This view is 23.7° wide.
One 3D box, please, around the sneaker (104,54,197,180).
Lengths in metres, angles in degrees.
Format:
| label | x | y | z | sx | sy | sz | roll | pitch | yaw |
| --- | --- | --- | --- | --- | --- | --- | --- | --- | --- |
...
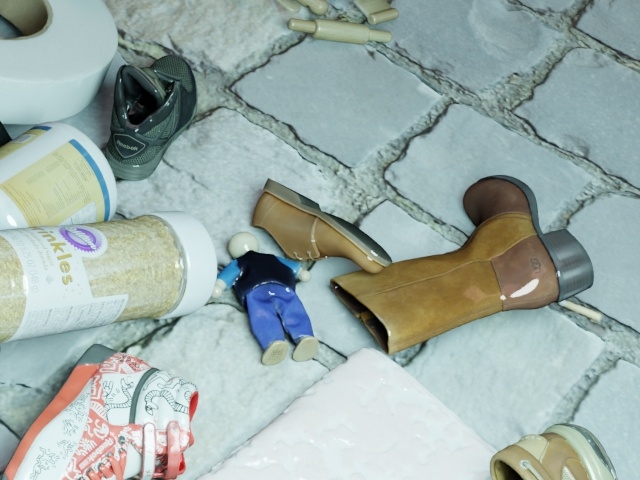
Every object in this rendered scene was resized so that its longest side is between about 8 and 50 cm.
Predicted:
| label | x | y | z | sx | sy | sz | roll | pitch | yaw |
| --- | --- | --- | --- | --- | --- | --- | --- | --- | --- |
| sneaker | -0.205 | -0.188 | 1.935 | 0.087 | 0.130 | 0.227 | 21 | 41 | 4 |

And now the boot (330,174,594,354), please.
| label | x | y | z | sx | sy | sz | roll | pitch | yaw |
| --- | --- | --- | --- | --- | --- | --- | --- | --- | --- |
| boot | 0.146 | 0.030 | 1.844 | 0.280 | 0.096 | 0.264 | -17 | 40 | -15 |

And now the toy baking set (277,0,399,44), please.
| label | x | y | z | sx | sy | sz | roll | pitch | yaw |
| --- | --- | --- | --- | --- | --- | --- | --- | --- | --- |
| toy baking set | -0.012 | -0.353 | 2.218 | 0.256 | 0.030 | 0.197 | 0 | 43 | -29 |

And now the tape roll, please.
| label | x | y | z | sx | sy | sz | roll | pitch | yaw |
| --- | --- | --- | --- | --- | --- | --- | --- | --- | --- |
| tape roll | -0.450 | -0.291 | 1.940 | 0.392 | 0.072 | 0.392 | 20 | 32 | -13 |

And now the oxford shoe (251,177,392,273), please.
| label | x | y | z | sx | sy | sz | roll | pitch | yaw |
| --- | --- | --- | --- | --- | --- | --- | --- | --- | --- |
| oxford shoe | 0.000 | 0.000 | 1.824 | 0.212 | 0.076 | 0.076 | 29 | 2 | 40 |

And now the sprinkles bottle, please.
| label | x | y | z | sx | sy | sz | roll | pitch | yaw |
| --- | --- | --- | --- | --- | --- | --- | --- | --- | --- |
| sprinkles bottle | -0.274 | 0.041 | 1.613 | 0.355 | 0.121 | 0.121 | -8 | 45 | -47 |

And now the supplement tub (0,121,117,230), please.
| label | x | y | z | sx | sy | sz | roll | pitch | yaw |
| --- | --- | --- | --- | --- | --- | --- | --- | --- | --- |
| supplement tub | -0.342 | -0.032 | 1.722 | 0.144 | 0.144 | 0.199 | 34 | 46 | 18 |

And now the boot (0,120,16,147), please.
| label | x | y | z | sx | sy | sz | roll | pitch | yaw |
| --- | --- | --- | --- | --- | --- | --- | --- | --- | --- |
| boot | -0.358 | -0.115 | 1.825 | 0.099 | 0.121 | 0.045 | -8 | 50 | -15 |

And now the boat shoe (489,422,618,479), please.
| label | x | y | z | sx | sy | sz | roll | pitch | yaw |
| --- | --- | --- | --- | --- | --- | --- | --- | --- | --- |
| boat shoe | 0.258 | 0.339 | 1.505 | 0.120 | 0.122 | 0.324 | -7 | 58 | -28 |

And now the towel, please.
| label | x | y | z | sx | sy | sz | roll | pitch | yaw |
| --- | --- | --- | --- | --- | --- | --- | --- | --- | --- |
| towel | 0.061 | 0.282 | 1.583 | 0.317 | 0.053 | 0.332 | 36 | 46 | 21 |

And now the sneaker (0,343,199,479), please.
| label | x | y | z | sx | sy | sz | roll | pitch | yaw |
| --- | --- | --- | --- | --- | --- | --- | --- | --- | --- |
| sneaker | -0.217 | 0.220 | 1.539 | 0.145 | 0.090 | 0.270 | 19 | 41 | 8 |

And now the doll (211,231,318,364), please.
| label | x | y | z | sx | sy | sz | roll | pitch | yaw |
| --- | --- | --- | --- | --- | --- | --- | --- | --- | --- |
| doll | -0.068 | 0.059 | 1.778 | 0.129 | 0.046 | 0.189 | -5 | 47 | -22 |
